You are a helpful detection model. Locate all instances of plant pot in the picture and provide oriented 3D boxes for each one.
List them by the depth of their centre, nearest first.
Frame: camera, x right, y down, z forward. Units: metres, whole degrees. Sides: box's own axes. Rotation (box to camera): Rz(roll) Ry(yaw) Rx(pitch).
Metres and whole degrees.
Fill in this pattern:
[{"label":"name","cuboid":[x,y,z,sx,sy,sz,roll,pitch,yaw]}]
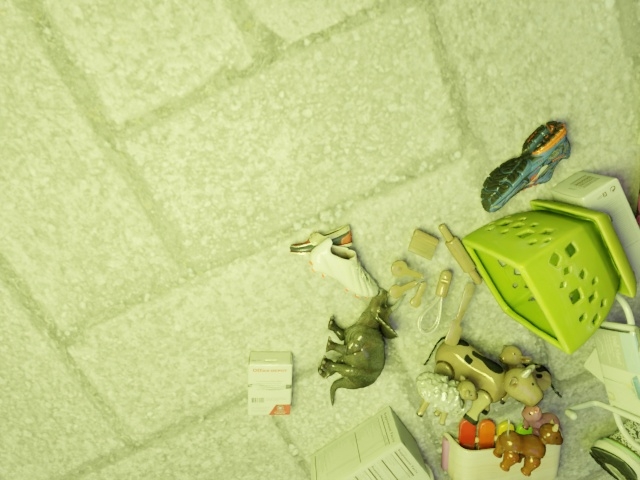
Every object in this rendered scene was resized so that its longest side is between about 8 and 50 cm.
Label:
[{"label":"plant pot","cuboid":[0.466,0.049,0.890,0.207,0.228,0.227,-35,106,0]}]

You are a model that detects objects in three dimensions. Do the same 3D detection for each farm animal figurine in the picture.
[{"label":"farm animal figurine","cuboid":[0.393,0.314,0.968,0.326,0.330,0.172,25,108,18]}]

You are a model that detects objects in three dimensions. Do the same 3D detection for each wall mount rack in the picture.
[{"label":"wall mount rack","cuboid":[0.587,0.279,0.862,0.130,0.304,0.351,-13,88,-7]}]

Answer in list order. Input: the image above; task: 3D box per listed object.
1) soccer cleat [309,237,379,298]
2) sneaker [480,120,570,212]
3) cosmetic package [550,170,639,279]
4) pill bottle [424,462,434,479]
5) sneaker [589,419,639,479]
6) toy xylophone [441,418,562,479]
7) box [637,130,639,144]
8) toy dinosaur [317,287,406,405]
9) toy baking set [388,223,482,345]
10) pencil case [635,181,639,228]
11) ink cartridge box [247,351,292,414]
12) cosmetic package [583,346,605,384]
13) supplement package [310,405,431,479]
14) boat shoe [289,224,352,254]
[{"label":"soccer cleat","cuboid":[0.063,0.062,0.915,0.196,0.068,0.076,30,111,-32]},{"label":"sneaker","cuboid":[0.426,-0.135,0.902,0.087,0.083,0.221,40,104,-23]},{"label":"cosmetic package","cuboid":[0.594,-0.027,0.929,0.085,0.117,0.231,-32,106,6]},{"label":"pill bottle","cuboid":[0.245,0.675,1.114,0.117,0.118,0.209,-15,108,0]},{"label":"sneaker","cuboid":[0.886,0.602,1.143,0.410,0.158,0.182,44,81,-20]},{"label":"toy xylophone","cuboid":[0.465,0.568,1.118,0.322,0.081,0.237,4,107,-6]},{"label":"box","cuboid":[0.761,-0.277,0.863,0.181,0.119,0.181,-3,107,-4]},{"label":"toy dinosaur","cuboid":[0.083,0.261,0.974,0.160,0.121,0.314,11,103,-1]},{"label":"toy baking set","cuboid":[0.256,0.095,0.959,0.196,0.030,0.256,-42,102,-5]},{"label":"pencil case","cuboid":[0.734,-0.078,0.938,0.098,0.095,0.210,5,113,31]},{"label":"ink cartridge box","cuboid":[-0.116,0.327,1.009,0.099,0.056,0.136,2,107,-6]},{"label":"cosmetic package","cuboid":[0.787,0.329,0.996,0.224,0.224,0.138,22,104,-10]},{"label":"supplement package","cuboid":[0.113,0.543,1.051,0.244,0.139,0.134,-34,105,7]},{"label":"boat shoe","cuboid":[0.000,0.000,0.923,0.136,0.049,0.043,-10,104,-4]}]
